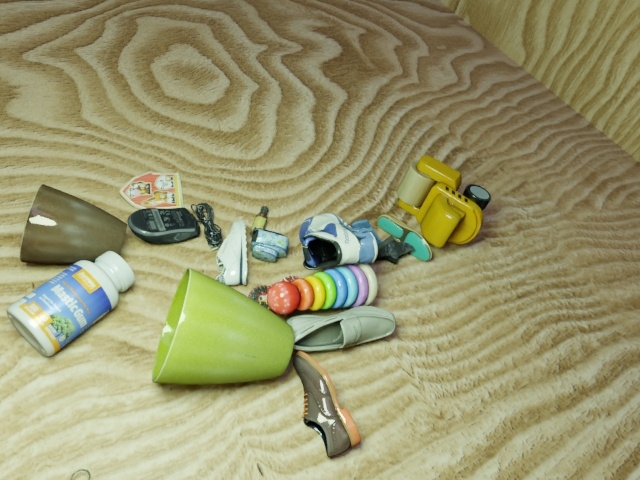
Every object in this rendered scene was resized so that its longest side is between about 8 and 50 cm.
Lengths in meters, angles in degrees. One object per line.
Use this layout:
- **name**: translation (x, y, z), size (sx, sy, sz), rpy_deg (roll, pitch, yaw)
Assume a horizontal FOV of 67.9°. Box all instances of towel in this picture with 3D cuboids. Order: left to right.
- **towel**: translation (0.158, -0.022, 1.638), size (0.067, 0.029, 0.119), rpy_deg (-12, 55, -23)

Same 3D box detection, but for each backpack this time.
- **backpack**: translation (-0.158, 0.020, 1.468), size (0.114, 0.105, 0.084), rpy_deg (11, 71, -7)

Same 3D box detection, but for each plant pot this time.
- **plant pot**: translation (-0.666, -0.021, 1.313), size (0.230, 0.215, 0.215), rpy_deg (14, 46, -23)
- **plant pot**: translation (-0.226, 0.242, 1.176), size (0.293, 0.275, 0.274), rpy_deg (20, 46, -20)

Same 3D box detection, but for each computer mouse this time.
- **computer mouse**: translation (-0.451, -0.035, 1.461), size (0.272, 0.072, 0.188), rpy_deg (-1, 47, -32)

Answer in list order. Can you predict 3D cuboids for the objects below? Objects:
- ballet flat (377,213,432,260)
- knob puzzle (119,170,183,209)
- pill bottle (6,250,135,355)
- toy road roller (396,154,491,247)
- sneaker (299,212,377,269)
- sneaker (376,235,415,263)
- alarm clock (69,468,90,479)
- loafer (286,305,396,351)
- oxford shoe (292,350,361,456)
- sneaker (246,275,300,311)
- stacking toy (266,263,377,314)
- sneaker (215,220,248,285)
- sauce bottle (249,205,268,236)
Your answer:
- **ballet flat**: translation (0.304, -0.021, 1.649), size (0.232, 0.080, 0.073), rpy_deg (42, 37, 19)
- **knob puzzle**: translation (-0.557, -0.167, 1.565), size (0.213, 0.030, 0.213), rpy_deg (8, 49, -9)
- **pill bottle**: translation (-0.612, 0.146, 1.197), size (0.152, 0.152, 0.272), rpy_deg (34, 51, 14)
- **toy road roller**: translation (0.404, -0.120, 1.652), size (0.329, 0.202, 0.240), rpy_deg (35, 41, 15)
- **sneaker**: translation (0.001, 0.000, 1.401), size (0.182, 0.127, 0.315), rpy_deg (-9, 17, -33)
- **sneaker**: translation (0.224, 0.046, 1.579), size (0.170, 0.051, 0.089), rpy_deg (-35, 80, -23)
- **alarm clock**: translation (-0.455, 0.546, 0.959), size (0.129, 0.064, 0.192), rpy_deg (-27, 58, -32)
- **loafer**: translation (0.061, 0.252, 1.307), size (0.319, 0.112, 0.111), rpy_deg (-7, 21, -11)
- **oxford shoe**: translation (-0.010, 0.400, 1.186), size (0.098, 0.097, 0.271), rpy_deg (-23, 58, -22)
- **sneaker**: translation (-0.129, 0.159, 1.365), size (0.225, 0.093, 0.088), rpy_deg (-4, 68, -41)
- **stacking toy**: translation (0.001, 0.141, 1.332), size (0.330, 0.141, 0.141), rpy_deg (-6, 51, -38)
- **sneaker**: translation (-0.269, 0.031, 1.441), size (0.095, 0.090, 0.235), rpy_deg (-3, 49, -6)
- **sauce bottle**: translation (-0.198, -0.062, 1.565), size (0.042, 0.042, 0.128), rpy_deg (16, 50, -2)
